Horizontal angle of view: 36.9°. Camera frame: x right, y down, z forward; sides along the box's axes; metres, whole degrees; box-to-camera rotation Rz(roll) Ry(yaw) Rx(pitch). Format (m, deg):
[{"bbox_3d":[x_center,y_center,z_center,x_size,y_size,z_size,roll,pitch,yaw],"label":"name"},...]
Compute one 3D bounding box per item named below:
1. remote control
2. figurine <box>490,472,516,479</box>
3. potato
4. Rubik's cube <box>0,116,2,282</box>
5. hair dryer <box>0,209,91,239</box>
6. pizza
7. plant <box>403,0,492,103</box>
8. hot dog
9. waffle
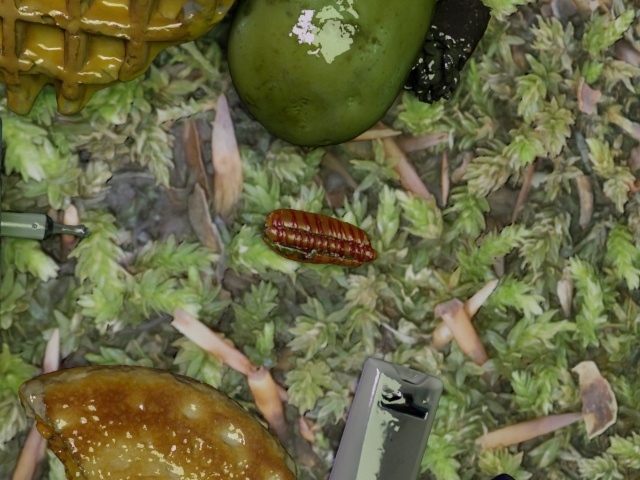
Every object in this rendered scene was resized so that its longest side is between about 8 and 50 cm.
[{"bbox_3d":[0.066,0.305,1.155,0.109,0.055,0.312,20,83,-18],"label":"remote control"},{"bbox_3d":[0.279,0.483,1.156,0.154,0.193,0.420,-32,104,-20],"label":"figurine"},{"bbox_3d":[0.018,-0.252,1.066,0.216,0.216,0.304,34,83,-16],"label":"potato"},{"bbox_3d":[-0.448,-0.010,0.843,0.254,0.259,0.256,-1,87,4],"label":"Rubik's cube"},{"bbox_3d":[-0.343,-0.025,1.028,0.198,0.057,0.100,7,87,-27],"label":"hair dryer"},{"bbox_3d":[-0.178,0.252,1.038,0.336,0.086,0.226,24,59,-18],"label":"pizza"},{"bbox_3d":[0.147,-0.237,1.168,0.092,0.094,0.143,35,74,-4],"label":"plant"},{"bbox_3d":[0.001,0.000,1.144,0.144,0.038,0.062,13,85,-19],"label":"hot dog"},{"bbox_3d":[-0.264,-0.307,0.907,0.382,0.095,0.379,-31,122,22],"label":"waffle"}]
